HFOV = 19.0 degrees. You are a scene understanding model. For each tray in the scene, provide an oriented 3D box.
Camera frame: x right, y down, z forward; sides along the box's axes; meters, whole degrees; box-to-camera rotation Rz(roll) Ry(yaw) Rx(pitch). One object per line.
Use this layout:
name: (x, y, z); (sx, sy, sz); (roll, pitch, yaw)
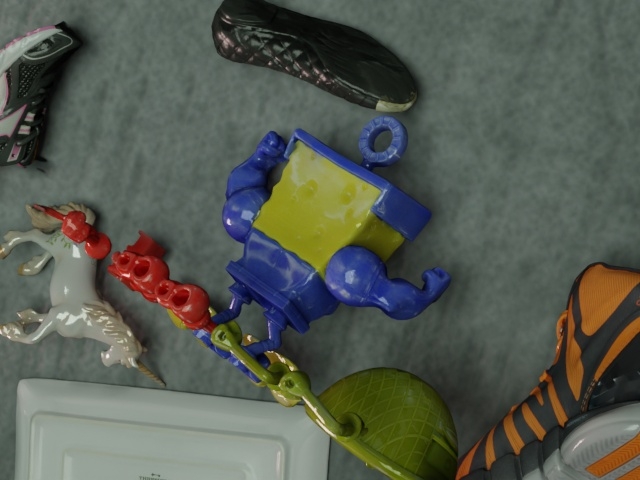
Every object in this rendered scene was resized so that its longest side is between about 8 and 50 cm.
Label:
tray: (-0.126, 0.191, 1.505); (0.270, 0.030, 0.145); (4, 94, 20)

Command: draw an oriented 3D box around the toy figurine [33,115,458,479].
toy figurine: (0.000, 0.000, 1.360); (0.362, 0.191, 0.217); (32, 82, 41)

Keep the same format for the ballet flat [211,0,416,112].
ballet flat: (-0.004, -0.137, 1.447); (0.173, 0.057, 0.049); (26, 141, 18)

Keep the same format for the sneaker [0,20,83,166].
sneaker: (-0.244, -0.100, 1.526); (0.178, 0.072, 0.077); (-41, 90, 25)

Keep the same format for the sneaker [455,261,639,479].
sneaker: (0.175, 0.133, 1.352); (0.125, 0.180, 0.321); (34, 139, -19)

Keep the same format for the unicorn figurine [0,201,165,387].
unicorn figurine: (-0.196, 0.046, 1.508); (0.111, 0.060, 0.161); (-9, 89, 21)
